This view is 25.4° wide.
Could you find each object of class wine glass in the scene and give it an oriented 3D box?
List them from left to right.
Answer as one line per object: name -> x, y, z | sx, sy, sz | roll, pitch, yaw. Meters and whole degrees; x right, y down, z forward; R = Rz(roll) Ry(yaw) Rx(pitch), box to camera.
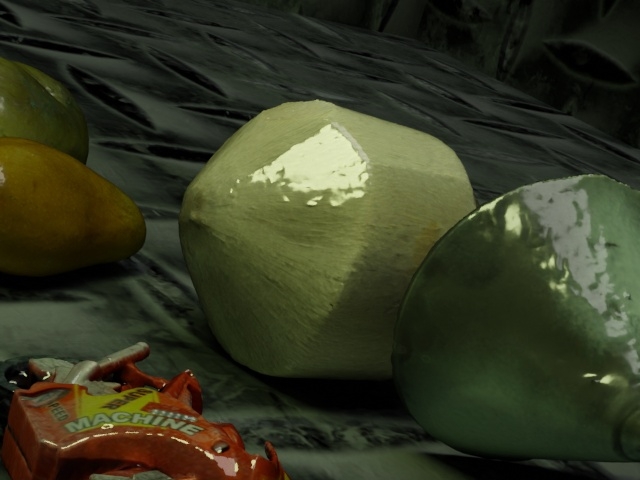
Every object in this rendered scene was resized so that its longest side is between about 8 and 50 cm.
wine glass -> 0.243, 0.145, 0.966 | 0.267, 0.267, 0.406 | 10, 20, -25

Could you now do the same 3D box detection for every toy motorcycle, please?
toy motorcycle -> -0.112, 0.136, 0.859 | 0.171, 0.089, 0.298 | 3, 13, -22

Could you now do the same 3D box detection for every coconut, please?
coconut -> 0.000, 0.000, 1.214 | 0.266, 0.237, 0.237 | 8, 18, -30

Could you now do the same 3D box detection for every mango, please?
mango -> -0.251, -0.028, 1.274 | 0.227, 0.099, 0.136 | 9, 45, -52

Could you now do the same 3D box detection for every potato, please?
potato -> -0.318, -0.105, 1.416 | 0.169, 0.143, 0.248 | 56, 12, -3
